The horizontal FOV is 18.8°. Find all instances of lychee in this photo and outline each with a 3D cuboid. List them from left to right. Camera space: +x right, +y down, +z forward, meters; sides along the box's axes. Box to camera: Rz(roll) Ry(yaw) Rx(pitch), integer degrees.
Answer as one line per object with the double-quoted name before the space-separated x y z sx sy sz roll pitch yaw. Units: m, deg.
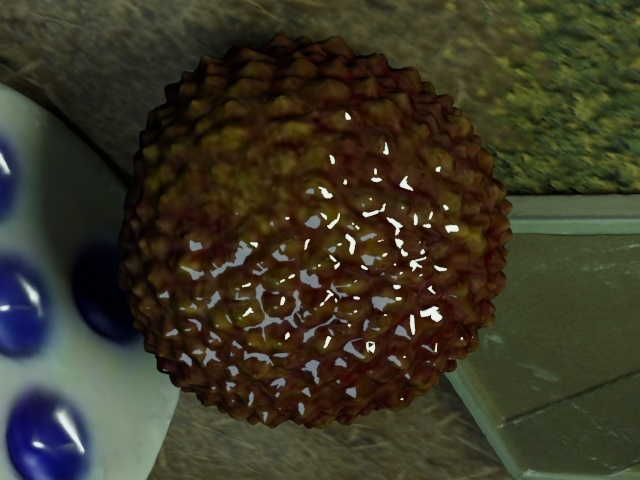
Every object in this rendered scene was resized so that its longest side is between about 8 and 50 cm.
"lychee" 0.000 0.000 0.883 0.188 0.188 0.188 17 147 11

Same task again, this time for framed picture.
"framed picture" 0.207 0.059 0.975 0.335 0.022 0.247 0 141 33

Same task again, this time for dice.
"dice" -0.243 0.054 1.062 0.259 0.243 0.251 -17 130 42
